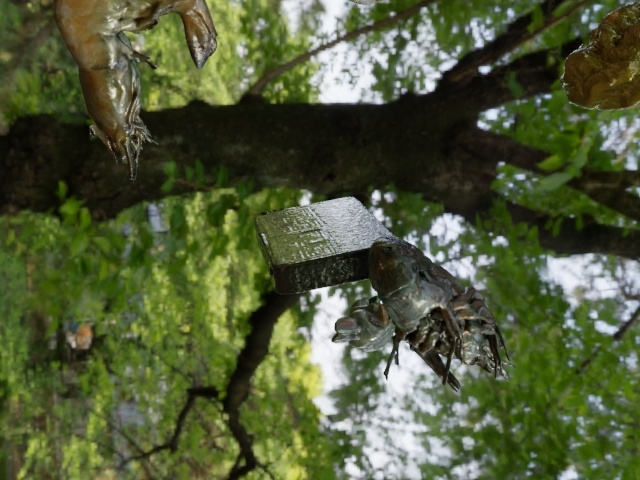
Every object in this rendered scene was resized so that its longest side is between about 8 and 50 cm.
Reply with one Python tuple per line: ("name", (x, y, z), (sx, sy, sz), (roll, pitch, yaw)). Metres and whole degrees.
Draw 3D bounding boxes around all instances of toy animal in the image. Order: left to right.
("toy animal", (0.097, 0.192, 1.650), (0.236, 0.108, 0.138), (-40, 141, -71))

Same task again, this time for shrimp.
("shrimp", (-0.197, -0.190, 0.889), (0.296, 0.169, 0.058), (88, -2, -47))
("shrimp", (0.170, 0.137, 1.148), (0.372, 0.172, 0.137), (50, 18, -24))

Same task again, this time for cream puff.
("cream puff", (0.794, -0.486, 2.026), (0.324, 0.291, 0.257), (-141, -136, -58))

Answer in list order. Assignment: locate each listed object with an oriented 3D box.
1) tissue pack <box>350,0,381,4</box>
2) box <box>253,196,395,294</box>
("tissue pack", (0.055, -0.354, 0.932), (0.127, 0.123, 0.178), (66, 13, 2))
("box", (0.000, 0.000, 1.369), (0.350, 0.211, 0.058), (-120, -161, -71))
